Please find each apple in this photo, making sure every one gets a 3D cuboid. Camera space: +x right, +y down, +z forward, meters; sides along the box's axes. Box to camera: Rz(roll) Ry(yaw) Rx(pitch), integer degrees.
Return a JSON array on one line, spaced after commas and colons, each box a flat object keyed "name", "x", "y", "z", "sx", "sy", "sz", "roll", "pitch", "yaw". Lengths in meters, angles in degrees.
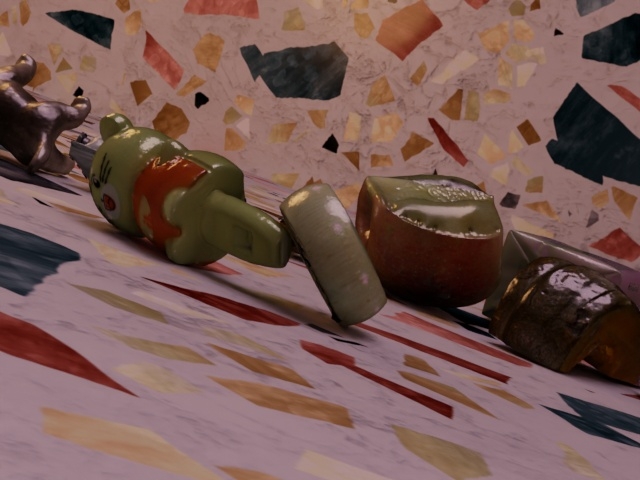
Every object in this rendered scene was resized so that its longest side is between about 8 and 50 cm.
[{"name": "apple", "x": 0.143, "y": 0.002, "z": 1.798, "sx": 0.188, "sy": 0.174, "sz": 0.207, "roll": -1, "pitch": 9, "yaw": -5}]

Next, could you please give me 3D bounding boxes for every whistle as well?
[{"name": "whistle", "x": -0.142, "y": -0.038, "z": 1.390, "sx": 0.288, "sy": 0.131, "sz": 0.106, "roll": 26, "pitch": 37, "yaw": 37}]

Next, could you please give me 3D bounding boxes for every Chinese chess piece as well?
[{"name": "Chinese chess piece", "x": 0.011, "y": 0.014, "z": 1.321, "sx": 0.144, "sy": 0.058, "sz": 0.144, "roll": 63, "pitch": -3, "yaw": 7}]

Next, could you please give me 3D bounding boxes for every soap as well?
[{"name": "soap", "x": 0.357, "y": 0.079, "z": 1.966, "sx": 0.182, "sy": 0.138, "sz": 0.199, "roll": 20, "pitch": 5, "yaw": 24}]

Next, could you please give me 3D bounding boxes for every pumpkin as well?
[{"name": "pumpkin", "x": 0.334, "y": 0.100, "z": 1.694, "sx": 0.131, "sy": 0.126, "sz": 0.248, "roll": 26, "pitch": 7, "yaw": 37}]

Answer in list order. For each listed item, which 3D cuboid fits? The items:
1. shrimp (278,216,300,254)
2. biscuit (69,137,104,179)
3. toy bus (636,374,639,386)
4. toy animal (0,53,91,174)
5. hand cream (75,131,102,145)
[{"name": "shrimp", "x": 0.000, "y": 0.001, "z": 1.886, "sx": 0.145, "sy": 0.061, "sz": 0.267, "roll": 12, "pitch": 3, "yaw": 31}, {"name": "biscuit", "x": -0.232, "y": -0.091, "z": 1.864, "sx": 0.186, "sy": 0.079, "sz": 0.309, "roll": 22, "pitch": 6, "yaw": 3}, {"name": "toy bus", "x": 0.442, "y": 0.172, "z": 1.540, "sx": 0.112, "sy": 0.090, "sz": 0.274, "roll": 26, "pitch": 4, "yaw": 0}, {"name": "toy animal", "x": -0.419, "y": -0.166, "z": 1.775, "sx": 0.233, "sy": 0.121, "sz": 0.168, "roll": 31, "pitch": 23, "yaw": 13}, {"name": "hand cream", "x": -0.270, "y": -0.104, "z": 2.100, "sx": 0.234, "sy": 0.050, "sz": 0.080, "roll": 24, "pitch": 4, "yaw": 1}]
